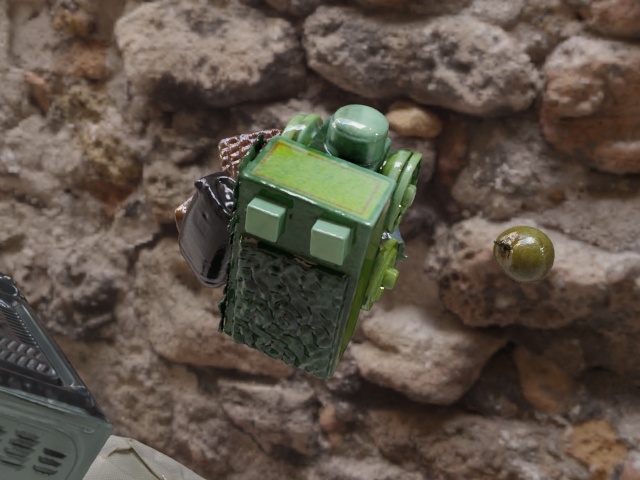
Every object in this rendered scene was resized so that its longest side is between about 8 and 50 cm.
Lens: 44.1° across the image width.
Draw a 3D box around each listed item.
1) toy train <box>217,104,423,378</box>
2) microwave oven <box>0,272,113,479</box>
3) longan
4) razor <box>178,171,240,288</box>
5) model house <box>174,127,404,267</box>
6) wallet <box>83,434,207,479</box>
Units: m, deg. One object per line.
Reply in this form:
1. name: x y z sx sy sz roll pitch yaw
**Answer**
1. toy train: 0.000 0.000 0.786 0.159 0.271 0.188 22 43 10
2. microwave oven: -0.233 0.081 0.450 0.162 0.122 0.208 31 0 -40
3. longan: 0.239 0.015 0.944 0.083 0.075 0.075 19 5 -30
4. razor: -0.126 -0.010 0.935 0.054 0.148 0.090 -24 69 -33
5. model house: -0.076 -0.076 1.336 0.329 0.294 0.252 16 -36 -37
6. wallet: -0.241 0.395 1.028 0.275 0.068 0.335 34 36 3
